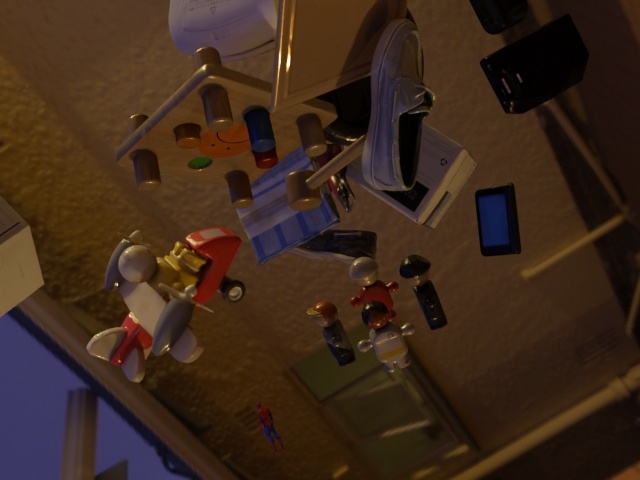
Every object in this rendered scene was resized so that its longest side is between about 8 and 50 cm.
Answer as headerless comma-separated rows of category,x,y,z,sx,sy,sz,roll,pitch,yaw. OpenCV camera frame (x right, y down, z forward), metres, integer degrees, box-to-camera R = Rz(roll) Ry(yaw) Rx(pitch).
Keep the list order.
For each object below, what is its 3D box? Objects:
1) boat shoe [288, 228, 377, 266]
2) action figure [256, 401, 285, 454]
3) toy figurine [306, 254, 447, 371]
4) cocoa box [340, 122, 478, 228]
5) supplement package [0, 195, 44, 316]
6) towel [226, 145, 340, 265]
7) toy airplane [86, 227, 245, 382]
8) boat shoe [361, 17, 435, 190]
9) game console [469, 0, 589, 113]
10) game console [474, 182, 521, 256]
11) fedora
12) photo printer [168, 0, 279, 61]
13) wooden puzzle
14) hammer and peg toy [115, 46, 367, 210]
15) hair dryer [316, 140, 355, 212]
boat shoe,0.000,0.000,2.040,0.335,0.096,0.112,12,168,28
action figure,-0.114,0.405,1.667,0.030,0.038,0.115,-34,77,56
toy figurine,0.107,0.128,1.431,0.213,0.209,0.148,0,121,48
cocoa box,0.210,-0.220,2.068,0.347,0.231,0.228,36,-172,20
supplement package,-0.670,0.045,1.469,0.145,0.204,0.262,42,151,11
towel,-0.094,-0.119,1.538,0.034,0.209,0.285,9,-124,-65
toy airplane,-0.394,0.128,1.783,0.384,0.386,0.272,-78,-32,-41
boat shoe,0.114,-0.176,1.015,0.081,0.228,0.079,16,-167,41
game console,0.378,-0.441,1.502,0.361,0.213,0.044,62,164,-6
game console,0.307,-0.034,1.332,0.107,0.071,0.122,-2,-95,-77
fedora,0.049,-0.359,1.570,0.334,0.334,0.152,56,167,-15
photo printer,-0.124,-0.440,1.218,0.107,0.256,0.308,10,-98,-52
wooden puzzle,0.027,-0.288,0.983,0.044,0.221,0.239,47,147,25
hammer and peg toy,-0.101,-0.161,1.209,0.361,0.266,0.127,8,-121,-44
hair dryer,0.021,-0.161,1.916,0.293,0.080,0.224,130,141,-75
